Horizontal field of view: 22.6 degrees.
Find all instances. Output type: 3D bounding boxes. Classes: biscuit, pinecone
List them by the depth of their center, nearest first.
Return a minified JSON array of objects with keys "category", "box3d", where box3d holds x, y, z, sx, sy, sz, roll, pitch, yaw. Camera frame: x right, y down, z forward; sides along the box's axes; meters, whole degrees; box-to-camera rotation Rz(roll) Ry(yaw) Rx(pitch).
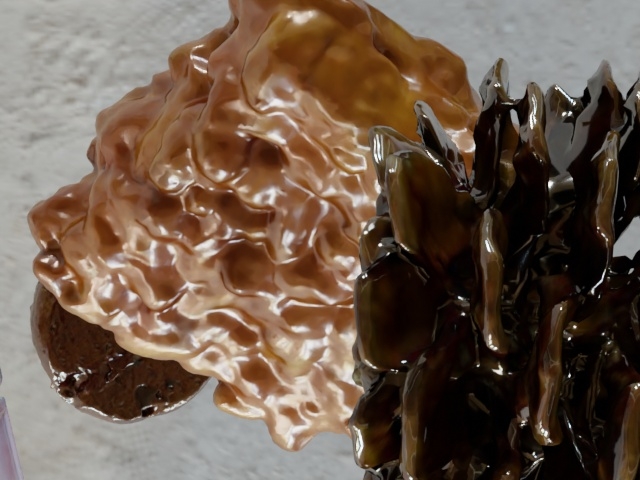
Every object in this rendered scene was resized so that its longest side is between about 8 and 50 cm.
[{"category":"pinecone","box3d":[0.092,0.033,0.436,0.165,0.163,0.163,6,95,7]},{"category":"biscuit","box3d":[0.000,0.000,1.045,0.318,0.312,0.110,37,38,-20]},{"category":"biscuit","box3d":[-0.161,0.065,1.373,0.192,0.049,0.192,-3,95,-39]}]

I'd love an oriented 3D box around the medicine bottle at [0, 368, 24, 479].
[{"category":"medicine bottle","box3d":[-0.224,0.069,0.787,0.135,0.135,0.169,-15,92,-30]}]
